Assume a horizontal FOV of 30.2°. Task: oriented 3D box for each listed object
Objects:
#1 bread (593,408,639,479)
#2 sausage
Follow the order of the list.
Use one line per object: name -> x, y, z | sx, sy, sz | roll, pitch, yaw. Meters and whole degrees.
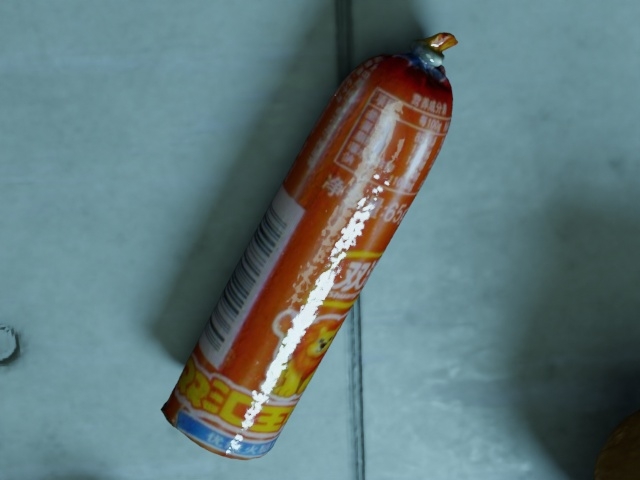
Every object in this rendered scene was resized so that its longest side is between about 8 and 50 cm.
bread -> 0.285, 0.198, 0.691 | 0.340, 0.179, 0.194 | 15, 113, -8
sausage -> 0.000, 0.000, 0.672 | 0.074, 0.074, 0.274 | 25, 109, -9
